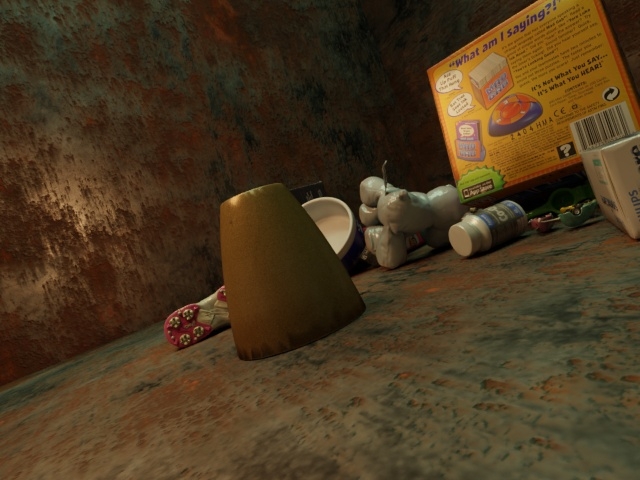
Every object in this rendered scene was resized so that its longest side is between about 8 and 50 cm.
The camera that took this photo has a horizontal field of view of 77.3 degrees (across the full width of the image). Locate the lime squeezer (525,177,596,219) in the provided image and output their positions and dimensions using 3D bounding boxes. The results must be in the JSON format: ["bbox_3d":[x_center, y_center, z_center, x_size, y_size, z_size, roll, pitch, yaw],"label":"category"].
[{"bbox_3d":[0.555,-0.096,0.880,0.310,0.059,0.110,-21,1,11],"label":"lime squeezer"}]

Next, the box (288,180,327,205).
[{"bbox_3d":[-0.099,-0.008,1.470,0.312,0.343,0.179,-20,2,-42],"label":"box"}]

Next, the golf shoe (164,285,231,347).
[{"bbox_3d":[-0.267,0.185,1.092,0.306,0.115,0.140,-20,-3,-16],"label":"golf shoe"}]

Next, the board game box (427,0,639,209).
[{"bbox_3d":[0.533,-0.292,0.956,0.356,0.356,0.356,2,-16,-46],"label":"board game box"}]

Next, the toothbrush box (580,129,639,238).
[{"bbox_3d":[0.524,-0.118,0.508,0.295,0.126,0.216,-22,0,30],"label":"toothbrush box"}]

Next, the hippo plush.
[{"bbox_3d":[0.245,-0.088,1.031,0.236,0.234,0.294,-9,-45,-13],"label":"hippo plush"}]

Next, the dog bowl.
[{"bbox_3d":[0.000,0.000,1.249,0.265,0.265,0.104,-21,-39,20],"label":"dog bowl"}]

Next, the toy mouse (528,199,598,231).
[{"bbox_3d":[0.433,-0.038,0.717,0.143,0.031,0.161,-18,-3,-34],"label":"toy mouse"}]

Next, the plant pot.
[{"bbox_3d":[-0.073,0.038,0.703,0.237,0.254,0.237,-20,0,0],"label":"plant pot"}]

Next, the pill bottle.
[{"bbox_3d":[0.328,-0.022,0.788,0.137,0.078,0.078,-21,1,-18],"label":"pill bottle"}]

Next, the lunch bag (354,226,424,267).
[{"bbox_3d":[0.219,-0.001,1.359,0.258,0.120,0.293,-16,-2,-42],"label":"lunch bag"}]

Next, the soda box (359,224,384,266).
[{"bbox_3d":[0.180,-0.008,1.166,0.169,0.060,0.053,-61,-8,6],"label":"soda box"}]

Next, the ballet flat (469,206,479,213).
[{"bbox_3d":[0.596,-0.128,1.659,0.073,0.080,0.232,0,16,42],"label":"ballet flat"}]
